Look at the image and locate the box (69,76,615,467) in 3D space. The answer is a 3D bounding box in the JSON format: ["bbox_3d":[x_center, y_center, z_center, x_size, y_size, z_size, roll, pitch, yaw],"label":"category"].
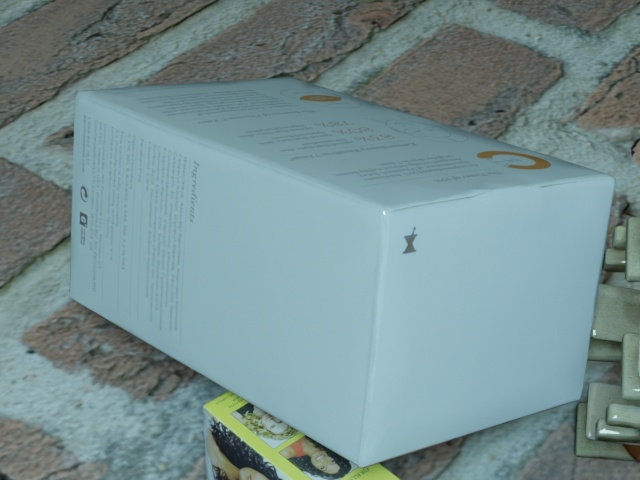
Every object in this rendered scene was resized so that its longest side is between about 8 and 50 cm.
[{"bbox_3d":[0.000,0.000,0.970,0.215,0.168,0.345,-9,22,-39],"label":"box"}]

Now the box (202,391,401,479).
[{"bbox_3d":[0.015,0.186,0.887,0.058,0.087,0.232,-28,44,-35],"label":"box"}]

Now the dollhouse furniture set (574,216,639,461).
[{"bbox_3d":[0.248,0.116,0.864,0.135,0.262,0.259,5,71,4],"label":"dollhouse furniture set"}]
